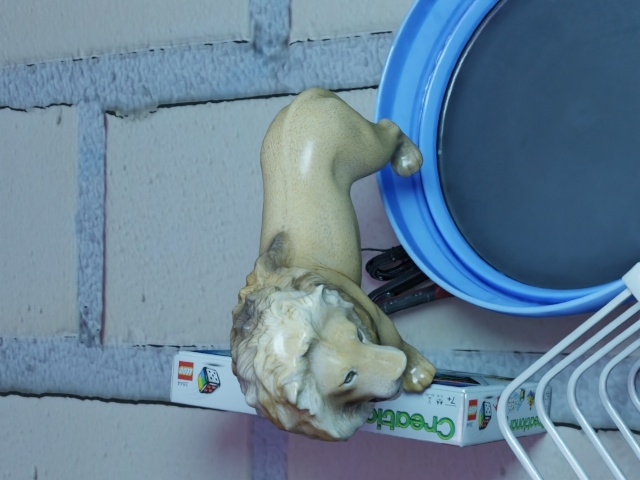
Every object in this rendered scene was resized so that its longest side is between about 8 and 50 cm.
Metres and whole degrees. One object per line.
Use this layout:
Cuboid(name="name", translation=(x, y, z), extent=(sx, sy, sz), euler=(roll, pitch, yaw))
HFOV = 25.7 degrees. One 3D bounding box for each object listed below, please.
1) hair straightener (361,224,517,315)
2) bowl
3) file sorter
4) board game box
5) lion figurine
Cuboid(name="hair straightener", translation=(0.104, 0.022, 1.377), extent=(0.230, 0.047, 0.089), euler=(-24, 62, 33))
Cuboid(name="bowl", translation=(0.221, -0.121, 1.240), extent=(0.391, 0.077, 0.391), euler=(-13, 69, 38))
Cuboid(name="file sorter", translation=(0.299, 0.142, 1.113), extent=(0.173, 0.278, 0.193), euler=(-44, 67, 26))
Cuboid(name="board game box", translation=(0.038, 0.142, 1.315), extent=(0.305, 0.193, 0.053), euler=(4, 89, 32))
Cuboid(name="lion figurine", translation=(0.000, 0.000, 1.140), extent=(0.142, 0.240, 0.392), euler=(-22, 54, 17))
